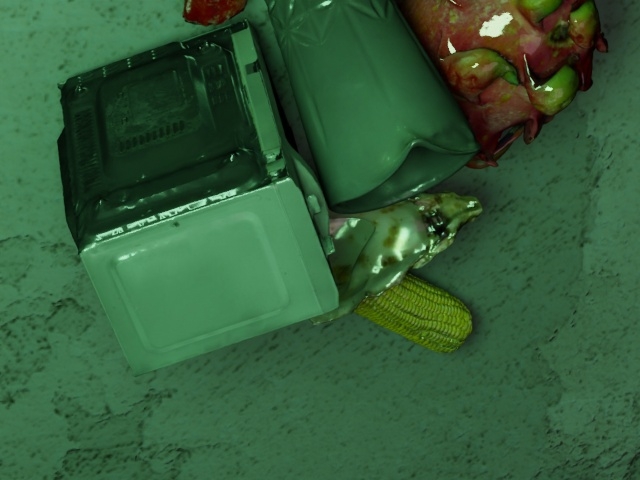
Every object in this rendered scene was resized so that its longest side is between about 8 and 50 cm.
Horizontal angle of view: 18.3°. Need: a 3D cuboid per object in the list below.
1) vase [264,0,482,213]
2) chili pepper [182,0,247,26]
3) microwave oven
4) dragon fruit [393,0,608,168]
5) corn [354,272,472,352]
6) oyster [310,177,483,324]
[{"bbox_3d":[0.030,-0.169,1.932,0.156,0.301,0.251,-21,163,-8],"label":"vase"},{"bbox_3d":[-0.106,-0.273,1.937,0.073,0.070,0.123,-8,126,-3],"label":"chili pepper"},{"bbox_3d":[-0.124,-0.053,1.891,0.237,0.295,0.181,-18,127,2],"label":"microwave oven"},{"bbox_3d":[0.170,-0.185,2.028,0.243,0.227,0.307,3,129,9],"label":"dragon fruit"},{"bbox_3d":[0.091,0.070,2.248,0.203,0.072,0.072,26,105,-36],"label":"corn"},{"bbox_3d":[-0.002,-0.003,2.127,0.341,0.110,0.166,-23,105,-6],"label":"oyster"}]
